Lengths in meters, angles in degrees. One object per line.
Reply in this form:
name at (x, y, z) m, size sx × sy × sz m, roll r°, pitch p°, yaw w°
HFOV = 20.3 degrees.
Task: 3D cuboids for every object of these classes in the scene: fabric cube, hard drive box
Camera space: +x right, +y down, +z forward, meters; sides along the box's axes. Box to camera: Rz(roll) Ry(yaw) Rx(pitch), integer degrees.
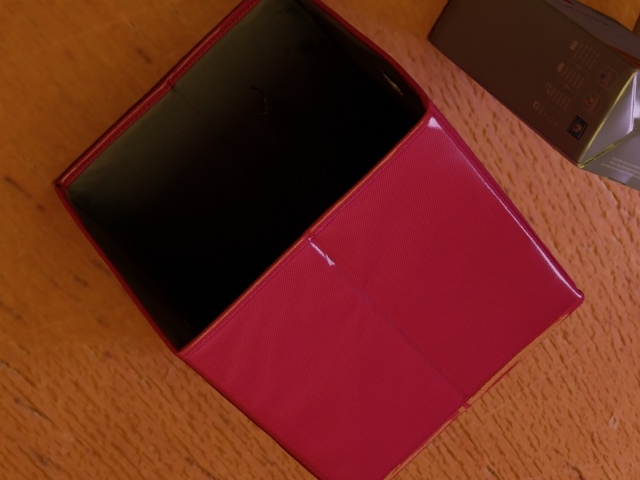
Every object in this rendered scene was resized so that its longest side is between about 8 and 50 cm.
fabric cube at (0.000, 0.000, 1.400) m, size 0.259 × 0.254 × 0.258 m, roll -44°, pitch 131°, yaw 1°
hard drive box at (0.227, -0.126, 1.467) m, size 0.181 × 0.232 × 0.089 m, roll 17°, pitch 109°, yaw -38°

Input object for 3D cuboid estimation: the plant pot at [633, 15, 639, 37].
plant pot at (0.343, -0.147, 1.613) m, size 0.109 × 0.096 × 0.109 m, roll 3°, pitch 118°, yaw -33°
